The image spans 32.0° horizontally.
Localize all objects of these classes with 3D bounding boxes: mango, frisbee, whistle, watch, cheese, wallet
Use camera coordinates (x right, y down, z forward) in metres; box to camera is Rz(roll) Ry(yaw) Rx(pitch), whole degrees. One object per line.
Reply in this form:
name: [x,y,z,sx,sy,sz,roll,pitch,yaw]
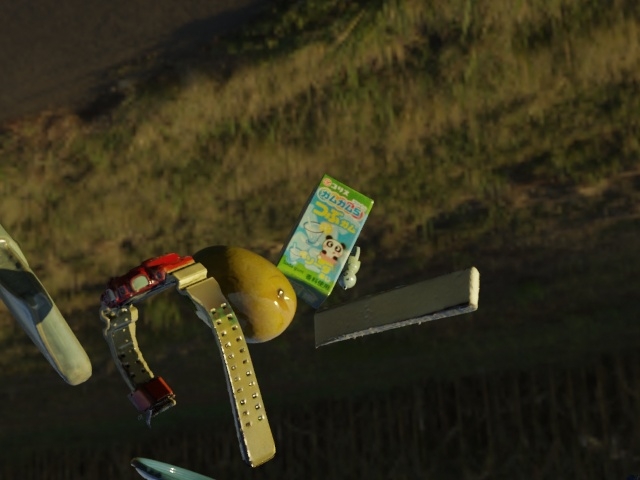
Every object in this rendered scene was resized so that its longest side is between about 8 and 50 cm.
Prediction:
mango: [-0.114,0.069,1.452,0.092,0.130,0.195,-33,-159,-33]
frisbee: [-0.249,0.503,2.236,0.290,0.049,0.289,20,172,3]
whistle: [0.057,0.053,2.134,0.035,0.100,0.035,12,145,8]
watch: [-0.165,0.148,1.335,0.165,0.268,0.102,-15,-175,31]
cheese: [0.137,0.132,2.147,0.400,0.085,0.034,-18,148,38]
wallet: [-0.499,0.058,1.791,0.083,0.360,0.252,-36,144,-14]

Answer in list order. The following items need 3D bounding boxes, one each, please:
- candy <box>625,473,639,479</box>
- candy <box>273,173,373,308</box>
candy: [0.440,0.392,1.409,0.077,0.187,0.331,37,166,-14]
candy: [0.000,0.000,1.764,0.097,0.194,0.062,28,152,-4]
